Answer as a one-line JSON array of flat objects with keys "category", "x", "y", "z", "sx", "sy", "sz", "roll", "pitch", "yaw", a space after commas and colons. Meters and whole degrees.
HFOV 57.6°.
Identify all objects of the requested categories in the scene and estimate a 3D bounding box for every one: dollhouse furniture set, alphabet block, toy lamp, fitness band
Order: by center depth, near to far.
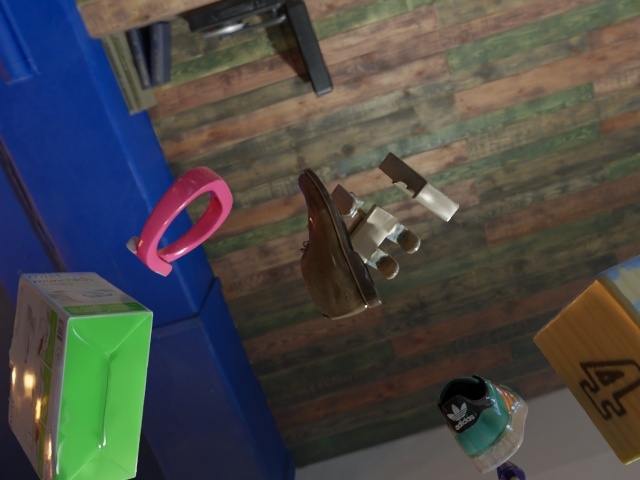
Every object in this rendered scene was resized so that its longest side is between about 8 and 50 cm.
[{"category": "alphabet block", "x": 0.436, "y": 0.137, "z": 0.748, "sx": 0.192, "sy": 0.193, "sz": 0.197, "roll": -20, "pitch": -119, "yaw": -21}, {"category": "fitness band", "x": -0.256, "y": -0.035, "z": 1.090, "sx": 0.209, "sy": 0.054, "sz": 0.291, "roll": -49, "pitch": 174, "yaw": -10}, {"category": "dollhouse furniture set", "x": 0.140, "y": -0.036, "z": 1.217, "sx": 0.242, "sy": 0.212, "sz": 0.161, "roll": -53, "pitch": -143, "yaw": 12}, {"category": "toy lamp", "x": 0.542, "y": 0.681, "z": 1.557, "sx": 0.080, "sy": 0.080, "sz": 0.274, "roll": -18, "pitch": -171, "yaw": 1}]

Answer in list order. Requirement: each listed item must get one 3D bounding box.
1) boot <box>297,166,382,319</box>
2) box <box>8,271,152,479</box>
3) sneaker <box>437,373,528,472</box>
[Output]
[{"category": "boot", "x": 0.000, "y": 0.000, "z": 1.060, "sx": 0.115, "sy": 0.112, "sz": 0.305, "roll": -26, "pitch": -117, "yaw": 8}, {"category": "box", "x": -0.373, "y": 0.201, "z": 0.880, "sx": 0.127, "sy": 0.262, "sz": 0.231, "roll": 1, "pitch": -169, "yaw": -41}, {"category": "sneaker", "x": 0.265, "y": 0.269, "z": 0.966, "sx": 0.108, "sy": 0.121, "sz": 0.302, "roll": -40, "pitch": 169, "yaw": 11}]
